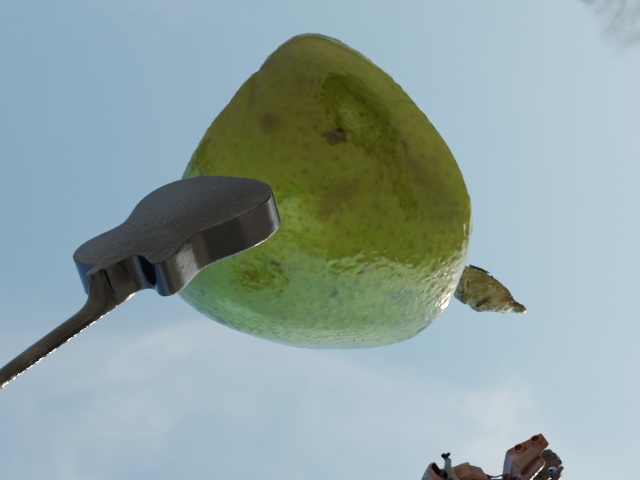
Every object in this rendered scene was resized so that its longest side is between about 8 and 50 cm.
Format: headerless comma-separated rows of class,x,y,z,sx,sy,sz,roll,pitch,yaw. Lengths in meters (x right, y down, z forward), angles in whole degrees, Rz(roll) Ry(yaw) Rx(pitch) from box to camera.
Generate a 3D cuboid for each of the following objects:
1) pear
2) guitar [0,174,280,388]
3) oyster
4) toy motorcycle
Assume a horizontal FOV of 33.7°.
pear,0.000,-0.002,0.895,0.239,0.288,0.139,31,-159,10
guitar,-0.115,0.025,0.553,0.088,0.025,0.233,8,-148,38
oyster,0.153,0.058,1.045,0.080,0.083,0.038,36,-109,-6
toy motorcycle,0.218,0.321,1.400,0.212,0.118,0.084,-27,-157,-1
